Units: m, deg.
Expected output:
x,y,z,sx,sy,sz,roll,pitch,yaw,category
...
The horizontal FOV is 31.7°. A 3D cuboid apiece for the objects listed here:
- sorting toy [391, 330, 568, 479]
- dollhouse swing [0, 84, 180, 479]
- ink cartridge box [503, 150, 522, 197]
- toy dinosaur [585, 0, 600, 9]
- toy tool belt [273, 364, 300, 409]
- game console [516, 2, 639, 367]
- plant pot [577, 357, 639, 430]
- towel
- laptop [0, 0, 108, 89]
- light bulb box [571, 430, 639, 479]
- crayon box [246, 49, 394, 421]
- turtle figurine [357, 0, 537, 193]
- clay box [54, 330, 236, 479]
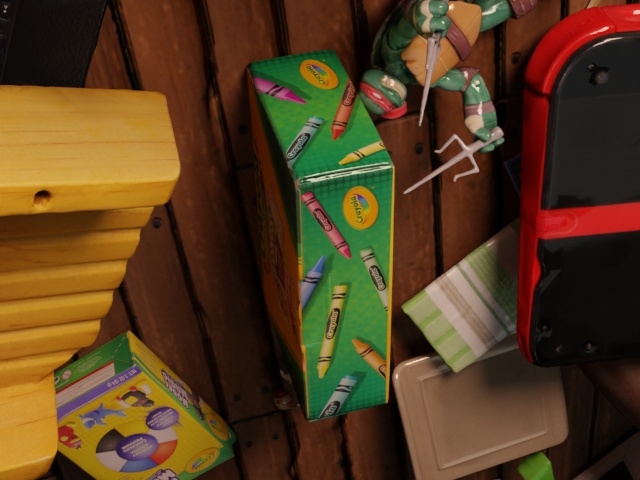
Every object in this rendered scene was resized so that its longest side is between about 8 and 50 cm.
x,y,z,sx,sy,sz,roll,pitch,yaw,category
0.178,0.175,1.257,0.196,0.047,0.348,-20,121,-9,sorting toy
-0.216,0.112,0.832,0.315,0.305,0.347,-5,134,-43,dollhouse swing
0.351,-0.080,1.098,0.311,0.065,0.186,-27,133,7,ink cartridge box
0.274,-0.253,0.925,0.092,0.053,0.183,-2,153,-16,toy dinosaur
-0.017,0.136,1.170,0.083,0.052,0.051,-22,103,-4,toy tool belt
0.372,-0.052,1.031,0.386,0.060,0.342,-5,119,-6,game console
0.394,0.138,1.187,0.215,0.230,0.215,-10,132,-11,plant pot
0.169,0.056,1.156,0.152,0.023,0.113,-36,120,4,towel
-0.301,-0.086,0.796,0.264,0.137,0.234,10,127,-20,laptop
0.535,0.391,1.469,0.361,0.225,0.358,-42,131,19,light bulb box
0.000,0.000,0.966,0.081,0.165,0.278,-11,133,-10,crayon box
0.104,-0.161,0.895,0.234,0.118,0.175,-49,148,3,turtle figurine
-0.183,0.196,1.151,0.127,0.053,0.222,-30,133,8,clay box
